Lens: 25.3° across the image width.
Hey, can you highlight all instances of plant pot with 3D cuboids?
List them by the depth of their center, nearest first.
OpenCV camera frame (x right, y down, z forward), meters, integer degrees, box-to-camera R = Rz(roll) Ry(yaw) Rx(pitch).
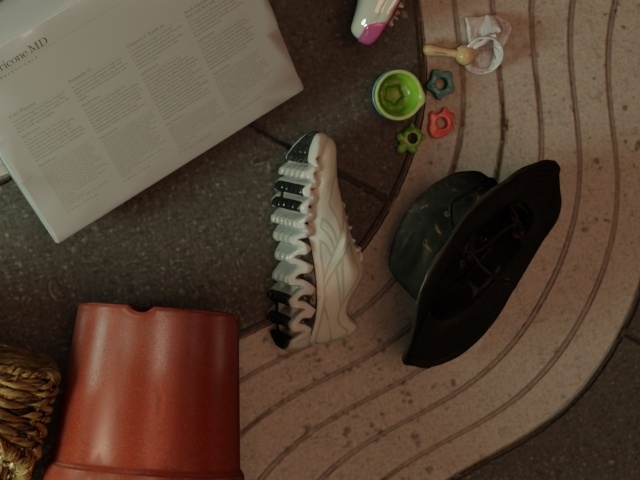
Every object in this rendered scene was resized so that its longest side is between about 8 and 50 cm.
[{"bbox_3d":[-0.210,0.214,1.772,0.273,0.272,0.265,6,85,-15],"label":"plant pot"}]

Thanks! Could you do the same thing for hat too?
[{"bbox_3d":[0.176,0.005,1.890,0.134,0.331,0.331,37,84,24],"label":"hat"}]

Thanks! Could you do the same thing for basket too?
[{"bbox_3d":[-0.481,0.215,1.710,0.299,0.213,0.223,19,89,-15],"label":"basket"}]

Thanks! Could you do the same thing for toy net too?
[{"bbox_3d":[0.180,-0.219,1.935,0.232,0.045,0.122,-35,102,-10],"label":"toy net"}]

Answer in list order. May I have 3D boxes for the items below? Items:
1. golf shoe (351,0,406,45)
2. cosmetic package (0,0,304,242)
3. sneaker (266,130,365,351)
[{"bbox_3d":[0.074,-0.408,1.867,0.140,0.115,0.306,18,82,-9],"label":"golf shoe"},{"bbox_3d":[-0.235,-0.210,1.736,0.377,0.097,0.284,-33,136,-10],"label":"cosmetic package"},{"bbox_3d":[0.000,0.000,1.884,0.118,0.110,0.292,-1,103,-22],"label":"sneaker"}]
